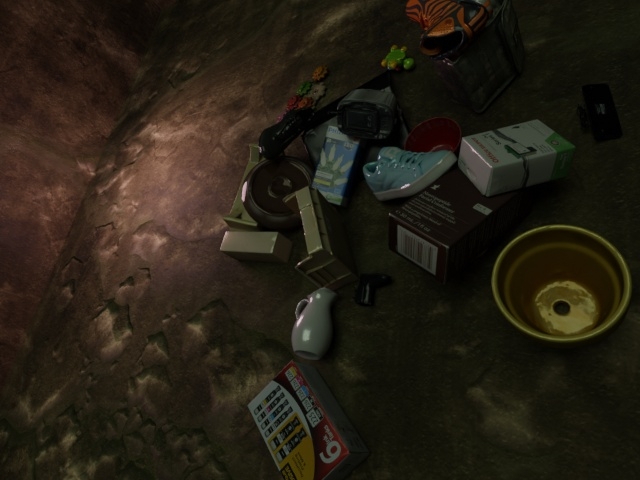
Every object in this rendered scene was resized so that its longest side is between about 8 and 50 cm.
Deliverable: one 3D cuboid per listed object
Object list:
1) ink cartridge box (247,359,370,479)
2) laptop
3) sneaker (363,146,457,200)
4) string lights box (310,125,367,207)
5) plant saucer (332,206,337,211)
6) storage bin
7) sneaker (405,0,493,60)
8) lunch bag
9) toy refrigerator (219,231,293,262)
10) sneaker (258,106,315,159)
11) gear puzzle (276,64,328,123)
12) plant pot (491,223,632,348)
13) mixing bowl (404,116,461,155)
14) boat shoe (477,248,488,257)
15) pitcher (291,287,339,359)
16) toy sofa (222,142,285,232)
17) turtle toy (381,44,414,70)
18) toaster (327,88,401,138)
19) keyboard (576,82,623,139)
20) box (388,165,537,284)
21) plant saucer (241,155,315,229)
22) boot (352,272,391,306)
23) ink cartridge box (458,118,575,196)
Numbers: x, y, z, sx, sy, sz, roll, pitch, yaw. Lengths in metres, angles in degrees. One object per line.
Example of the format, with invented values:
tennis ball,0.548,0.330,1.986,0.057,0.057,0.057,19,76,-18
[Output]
ink cartridge box,-0.064,0.554,1.201,0.272,0.130,0.309,-47,50,6
laptop,0.147,-0.425,1.648,0.381,0.236,0.408,-24,83,22
sneaker,0.243,-0.221,1.288,0.135,0.150,0.366,-47,15,-26
string lights box,0.061,-0.262,1.514,0.133,0.076,0.260,18,95,21
plant saucer,0.023,-0.090,1.557,0.083,0.013,0.084,-16,59,28
storage bin,0.000,0.000,1.367,0.123,0.260,0.262,-24,55,17
sneaker,0.335,-0.652,1.274,0.180,0.124,0.321,-49,41,0
lunch bag,0.523,-0.598,1.343,0.287,0.235,0.169,-47,44,5
toy refrigerator,-0.246,0.021,1.622,0.269,0.102,0.094,1,67,35
sneaker,-0.127,-0.419,1.605,0.130,0.109,0.286,-8,42,54
gear puzzle,-0.067,-0.648,1.885,0.175,0.044,0.339,30,84,43
plant pot,0.537,0.126,0.950,0.254,0.239,0.254,-15,59,26
mixing bowl,0.374,-0.294,1.373,0.181,0.098,0.182,-16,58,26
boat shoe,0.348,-0.026,1.249,0.277,0.096,0.098,12,73,37
pitcher,-0.034,0.269,1.350,0.177,0.125,0.207,-25,41,46
toy sofa,-0.250,-0.195,1.730,0.150,0.177,0.363,12,72,12
turtle toy,0.307,-0.699,1.652,0.130,0.066,0.095,32,86,40
toaster,0.153,-0.427,1.421,0.226,0.129,0.146,11,40,18
keyboard,0.770,-0.358,1.193,0.100,0.038,0.192,1,64,9
box,0.378,-0.073,1.121,0.381,0.143,0.191,-33,47,-25
plant saucer,-0.148,-0.194,1.606,0.310,0.050,0.311,0,72,0
boot,0.159,0.154,1.317,0.121,0.045,0.099,-4,62,40
ink cartridge box,0.489,-0.213,1.081,0.219,0.093,0.160,-14,43,-6
